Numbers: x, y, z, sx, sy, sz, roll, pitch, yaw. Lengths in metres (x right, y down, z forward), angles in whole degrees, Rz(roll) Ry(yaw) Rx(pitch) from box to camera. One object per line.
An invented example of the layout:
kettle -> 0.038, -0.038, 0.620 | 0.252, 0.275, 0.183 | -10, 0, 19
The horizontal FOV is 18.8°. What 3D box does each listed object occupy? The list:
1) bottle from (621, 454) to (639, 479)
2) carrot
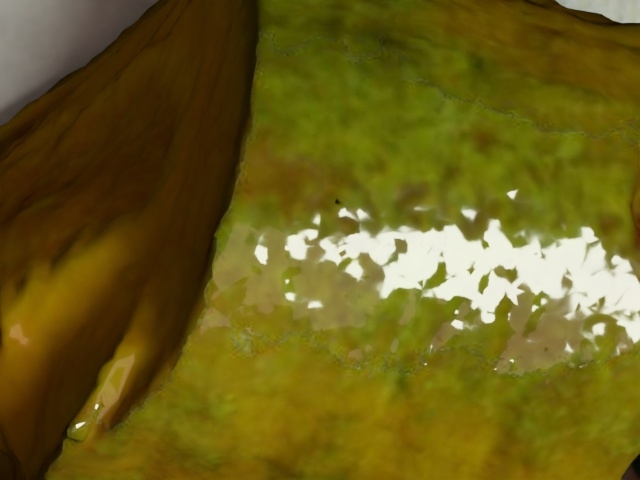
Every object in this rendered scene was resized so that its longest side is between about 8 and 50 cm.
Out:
bottle -> 0.150, 0.184, 0.884 | 0.156, 0.143, 0.271 | 29, 104, 12
carrot -> 0.000, 0.000, 0.770 | 0.340, 0.241, 0.241 | 10, 106, -10
